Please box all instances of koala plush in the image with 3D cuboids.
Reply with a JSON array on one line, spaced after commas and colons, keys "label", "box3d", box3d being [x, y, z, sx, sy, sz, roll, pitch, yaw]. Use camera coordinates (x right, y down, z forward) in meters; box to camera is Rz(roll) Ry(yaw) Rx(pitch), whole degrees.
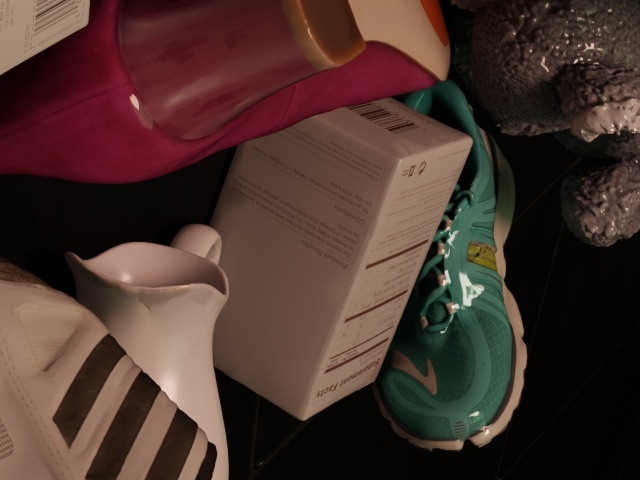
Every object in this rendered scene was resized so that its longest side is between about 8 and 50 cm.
[{"label": "koala plush", "box3d": [0.163, -0.123, 1.073, 0.203, 0.196, 0.221, -42, 160, 22]}]

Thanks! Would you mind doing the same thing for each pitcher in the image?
[{"label": "pitcher", "box3d": [-0.101, 0.098, 0.960, 0.178, 0.125, 0.207, -37, 140, -72]}]

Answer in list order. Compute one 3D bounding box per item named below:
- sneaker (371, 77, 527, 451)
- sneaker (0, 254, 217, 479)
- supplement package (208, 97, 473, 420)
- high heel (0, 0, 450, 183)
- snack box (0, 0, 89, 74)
[{"label": "sneaker", "box3d": [0.074, 0.011, 1.139, 0.110, 0.107, 0.275, 66, 20, -53]}, {"label": "sneaker", "box3d": [-0.199, 0.138, 0.597, 0.447, 0.257, 0.169, -34, 146, -46]}, {"label": "supplement package", "box3d": [0.000, 0.000, 1.049, 0.105, 0.105, 0.179, -21, 137, -59]}, {"label": "high heel", "box3d": [-0.045, -0.110, 0.895, 0.377, 0.181, 0.127, -25, 97, -73]}, {"label": "snack box", "box3d": [-0.152, -0.178, 0.569, 0.187, 0.060, 0.322, -39, 150, -42]}]
